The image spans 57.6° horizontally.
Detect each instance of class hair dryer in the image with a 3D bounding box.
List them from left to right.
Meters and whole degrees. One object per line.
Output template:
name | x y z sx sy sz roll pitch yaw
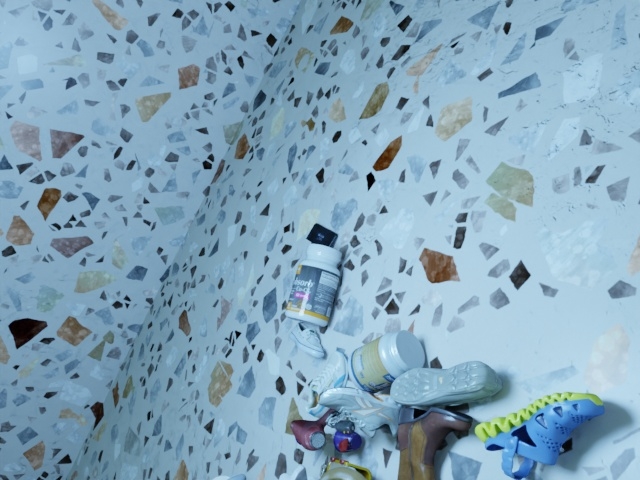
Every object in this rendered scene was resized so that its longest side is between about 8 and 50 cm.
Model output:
hair dryer | 0.022 0.568 1.808 0.294 0.224 0.080 -21 96 27

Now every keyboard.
keyboard | 0.000 0.000 2.312 0.108 0.023 0.180 -60 33 0

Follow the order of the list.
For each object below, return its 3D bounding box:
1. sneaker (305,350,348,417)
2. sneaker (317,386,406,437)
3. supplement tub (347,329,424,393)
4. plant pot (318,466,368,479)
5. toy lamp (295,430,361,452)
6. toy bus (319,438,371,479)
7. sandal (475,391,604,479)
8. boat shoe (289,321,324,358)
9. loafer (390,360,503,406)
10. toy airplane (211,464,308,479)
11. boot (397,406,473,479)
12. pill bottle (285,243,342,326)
sneaker | 0.023 0.476 1.934 0.087 0.092 0.228 0 70 56
sneaker | 0.116 0.489 1.645 0.099 0.263 0.121 115 164 -62
supplement tub | 0.192 0.357 1.719 0.200 0.144 0.144 -36 44 38
plant pot | 0.060 0.737 1.568 0.236 0.032 0.236 -8 76 37
toy lamp | 0.024 0.627 1.855 0.275 0.080 0.080 -14 60 50
toy bus | 0.078 0.701 1.706 0.202 0.105 0.190 -88 20 -64
sandal | 0.494 0.432 1.290 0.317 0.126 0.138 -47 41 40
boat shoe | -0.049 0.355 2.112 0.226 0.083 0.075 22 90 57
loafer | 0.325 0.392 1.540 0.320 0.111 0.112 -21 44 44
toy airplane | -0.160 0.830 1.729 0.386 0.272 0.384 -20 39 6
boot | 0.283 0.579 1.507 0.264 0.096 0.280 -18 58 49
pill bottle | -0.019 0.163 2.115 0.162 0.162 0.278 -2 70 54
